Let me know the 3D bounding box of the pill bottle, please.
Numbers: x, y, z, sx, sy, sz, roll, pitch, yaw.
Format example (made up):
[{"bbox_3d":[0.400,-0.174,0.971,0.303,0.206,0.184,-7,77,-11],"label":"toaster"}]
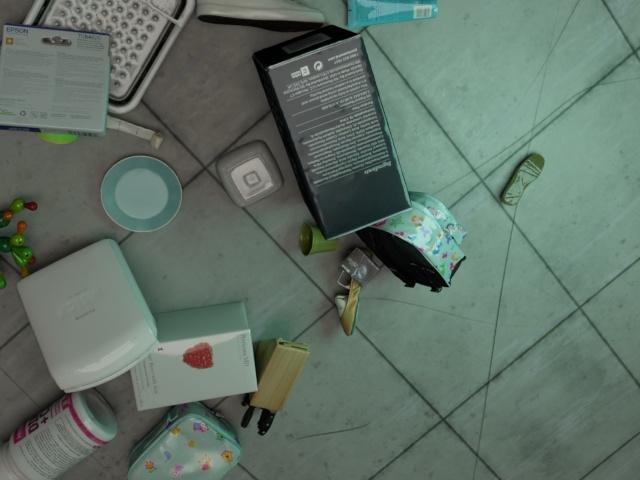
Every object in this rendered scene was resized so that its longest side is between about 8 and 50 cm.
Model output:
[{"bbox_3d":[-0.664,0.501,1.900,0.283,0.160,0.160,-35,112,2],"label":"pill bottle"}]

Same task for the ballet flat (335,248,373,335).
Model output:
[{"bbox_3d":[0.073,0.130,1.968,0.073,0.080,0.232,13,97,-6],"label":"ballet flat"}]

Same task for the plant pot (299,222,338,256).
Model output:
[{"bbox_3d":[0.000,0.000,1.906,0.079,0.083,0.083,3,109,-25],"label":"plant pot"}]

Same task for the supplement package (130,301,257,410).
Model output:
[{"bbox_3d":[-0.315,0.280,1.883,0.293,0.175,0.177,-8,110,-9],"label":"supplement package"}]

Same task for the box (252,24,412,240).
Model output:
[{"bbox_3d":[0.021,-0.249,1.702,0.212,0.293,0.395,-21,111,-3],"label":"box"}]

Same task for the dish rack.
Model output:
[{"bbox_3d":[-0.461,-0.473,1.648,0.286,0.072,0.333,29,101,-20],"label":"dish rack"}]

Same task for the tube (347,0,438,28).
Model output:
[{"bbox_3d":[0.165,-0.536,1.765,0.207,0.052,0.080,-4,105,-4],"label":"tube"}]

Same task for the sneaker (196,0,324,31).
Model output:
[{"bbox_3d":[-0.125,-0.533,1.677,0.290,0.106,0.123,2,89,-22],"label":"sneaker"}]

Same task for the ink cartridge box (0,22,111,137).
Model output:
[{"bbox_3d":[-0.556,-0.333,1.597,0.223,0.045,0.224,4,78,-11],"label":"ink cartridge box"}]

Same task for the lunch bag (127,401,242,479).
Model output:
[{"bbox_3d":[-0.358,0.561,2.009,0.279,0.108,0.224,-45,107,5],"label":"lunch bag"}]

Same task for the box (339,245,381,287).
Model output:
[{"bbox_3d":[0.099,0.066,1.911,0.083,0.018,0.067,45,98,1],"label":"box"}]

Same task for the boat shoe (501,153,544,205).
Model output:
[{"bbox_3d":[0.519,-0.158,1.972,0.056,0.048,0.153,31,94,-7],"label":"boat shoe"}]

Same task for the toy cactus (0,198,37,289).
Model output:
[{"bbox_3d":[-0.739,-0.005,1.755,0.181,0.112,0.219,18,108,3],"label":"toy cactus"}]

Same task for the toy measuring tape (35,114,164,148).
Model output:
[{"bbox_3d":[-0.517,-0.247,1.684,0.330,0.121,0.121,20,104,-16],"label":"toy measuring tape"}]

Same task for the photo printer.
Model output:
[{"bbox_3d":[-0.524,0.177,1.737,0.256,0.307,0.107,-27,155,-9],"label":"photo printer"}]

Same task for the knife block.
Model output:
[{"bbox_3d":[-0.125,0.375,1.926,0.088,0.276,0.242,14,76,-16],"label":"knife block"}]

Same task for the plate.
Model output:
[{"bbox_3d":[-0.423,-0.111,1.807,0.188,0.024,0.188,-4,110,-10],"label":"plate"}]

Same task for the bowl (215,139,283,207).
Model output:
[{"bbox_3d":[-0.168,-0.154,1.827,0.142,0.053,0.142,-26,111,0],"label":"bowl"}]

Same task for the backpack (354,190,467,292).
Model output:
[{"bbox_3d":[0.213,-0.014,1.844,0.253,0.225,0.191,36,75,-34],"label":"backpack"}]
